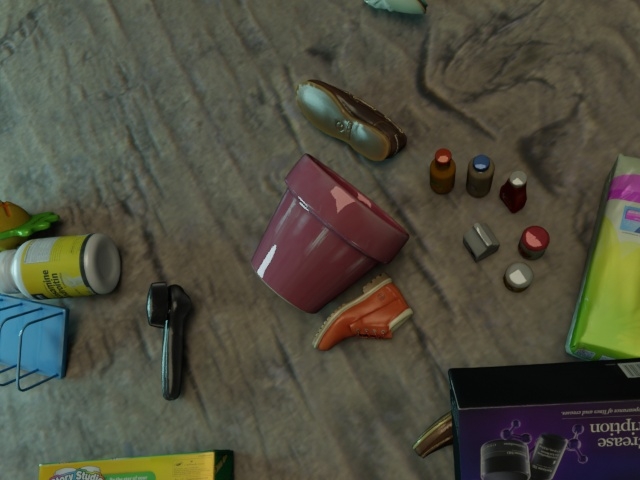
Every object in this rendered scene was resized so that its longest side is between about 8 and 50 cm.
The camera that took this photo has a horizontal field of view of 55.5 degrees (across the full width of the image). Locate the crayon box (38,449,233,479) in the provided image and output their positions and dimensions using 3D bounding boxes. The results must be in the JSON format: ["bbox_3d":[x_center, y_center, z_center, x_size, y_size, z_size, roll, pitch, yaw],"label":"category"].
[{"bbox_3d":[-0.267,0.397,0.876,0.278,0.081,0.166,-7,71,9],"label":"crayon box"}]

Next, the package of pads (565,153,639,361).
[{"bbox_3d":[0.488,0.049,0.829,0.229,0.101,0.297,16,77,17],"label":"package of pads"}]

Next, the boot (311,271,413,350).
[{"bbox_3d":[0.063,0.127,0.912,0.158,0.059,0.085,-38,74,-3],"label":"boot"}]

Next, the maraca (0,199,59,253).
[{"bbox_3d":[-0.552,-0.023,1.056,0.185,0.127,0.099,-7,114,1],"label":"maraca"}]

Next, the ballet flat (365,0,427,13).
[{"bbox_3d":[0.096,-0.471,1.094,0.086,0.086,0.249,-32,68,0],"label":"ballet flat"}]

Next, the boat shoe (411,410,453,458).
[{"bbox_3d":[0.210,0.253,0.837,0.177,0.064,0.060,-31,67,-2],"label":"boat shoe"}]

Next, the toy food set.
[{"bbox_3d":[0.258,-0.043,0.900,0.111,0.104,0.232,-29,69,1],"label":"toy food set"}]

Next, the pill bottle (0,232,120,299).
[{"bbox_3d":[-0.439,0.045,1.012,0.184,0.103,0.103,-6,71,10],"label":"pill bottle"}]

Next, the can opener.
[{"bbox_3d":[-0.237,0.159,0.965,0.073,0.059,0.186,-1,81,-17],"label":"can opener"}]

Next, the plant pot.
[{"bbox_3d":[0.000,0.000,0.903,0.201,0.201,0.180,43,100,20],"label":"plant pot"}]

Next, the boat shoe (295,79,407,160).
[{"bbox_3d":[0.051,-0.205,1.020,0.207,0.073,0.073,41,46,17],"label":"boat shoe"}]

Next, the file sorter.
[{"bbox_3d":[-0.509,0.161,0.970,0.170,0.104,0.118,9,99,14],"label":"file sorter"}]

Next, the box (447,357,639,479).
[{"bbox_3d":[0.298,0.254,0.749,0.261,0.103,0.185,-5,108,7],"label":"box"}]
